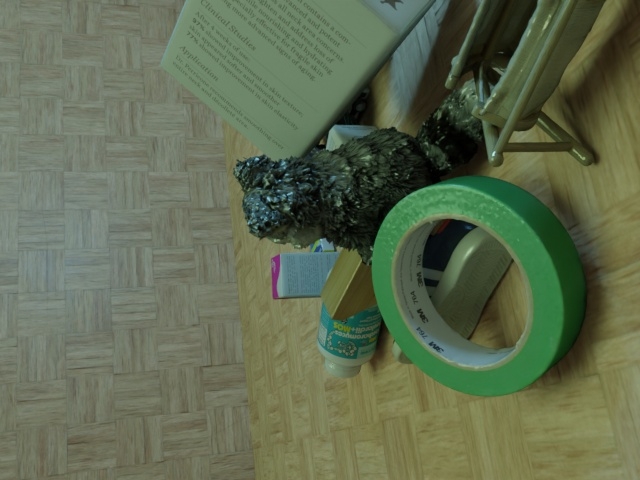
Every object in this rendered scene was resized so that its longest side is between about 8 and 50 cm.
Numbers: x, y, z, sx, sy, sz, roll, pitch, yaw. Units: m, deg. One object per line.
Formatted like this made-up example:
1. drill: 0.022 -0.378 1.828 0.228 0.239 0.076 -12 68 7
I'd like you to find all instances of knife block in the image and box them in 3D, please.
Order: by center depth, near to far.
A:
1. knife block: 0.100 0.008 1.331 0.242 0.275 0.088 64 179 -37

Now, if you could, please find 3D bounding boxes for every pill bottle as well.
1. pill bottle: 0.071 0.196 1.568 0.146 0.146 0.264 -121 33 -56

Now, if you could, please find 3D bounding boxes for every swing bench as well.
1. swing bench: 0.284 -0.270 0.845 0.253 0.165 0.255 106 155 -45

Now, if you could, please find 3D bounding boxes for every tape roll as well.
1. tape roll: 0.222 0.067 0.978 0.321 0.077 0.321 17 116 41

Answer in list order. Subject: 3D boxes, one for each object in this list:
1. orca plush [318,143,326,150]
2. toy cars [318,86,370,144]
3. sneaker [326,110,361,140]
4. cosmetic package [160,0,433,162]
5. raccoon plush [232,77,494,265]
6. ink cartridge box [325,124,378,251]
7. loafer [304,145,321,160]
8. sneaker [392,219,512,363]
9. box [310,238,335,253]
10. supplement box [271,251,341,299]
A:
1. orca plush: -0.047 -0.198 1.955 0.287 0.151 0.102 -2 130 49
2. toy cars: 0.007 -0.340 1.757 0.393 0.087 0.177 -175 88 -66
3. sneaker: 0.028 -0.289 1.581 0.267 0.101 0.106 66 -150 -21
4. cosmetic package: -0.022 -0.410 1.202 0.393 0.329 0.327 -44 7 49
5. raccoon plush: 0.050 -0.149 1.125 0.446 0.299 0.216 -58 41 25
6. ink cartridge box: 0.097 -0.100 1.497 0.289 0.121 0.211 -112 28 -48
7. loafer: -0.025 -0.234 1.758 0.095 0.109 0.302 -48 47 13
8. sneaker: 0.213 0.072 1.167 0.350 0.131 0.148 -64 33 37
9. box: 0.000 0.000 1.932 0.109 0.042 0.178 114 149 -54
10. supplement box: -0.007 0.090 1.675 0.111 0.220 0.114 157 110 -70
